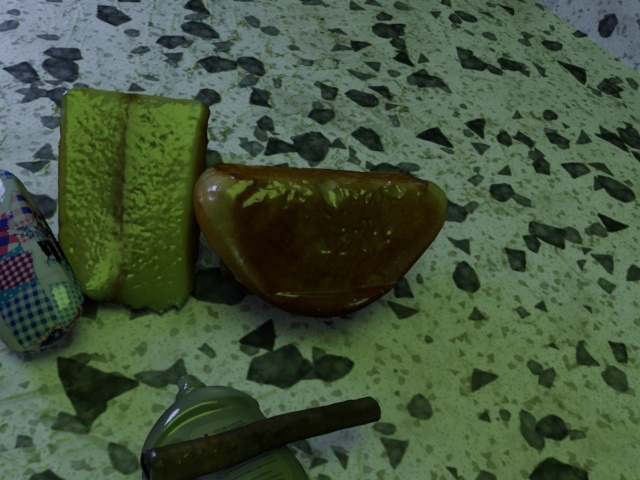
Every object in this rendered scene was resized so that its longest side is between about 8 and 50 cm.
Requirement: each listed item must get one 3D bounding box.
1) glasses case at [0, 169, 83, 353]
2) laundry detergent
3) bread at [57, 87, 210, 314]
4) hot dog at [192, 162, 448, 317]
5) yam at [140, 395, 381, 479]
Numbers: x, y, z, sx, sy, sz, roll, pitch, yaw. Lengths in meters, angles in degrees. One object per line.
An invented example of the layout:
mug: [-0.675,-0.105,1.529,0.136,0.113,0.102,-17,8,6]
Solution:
glasses case: [-0.455,0.023,0.926,0.125,0.076,0.327,-38,63,-3]
laundry detergent: [-0.128,0.282,0.797,0.181,0.091,0.253,-16,56,-29]
bread: [-0.318,-0.053,1.071,0.234,0.245,0.361,4,80,-10]
hot dog: [-0.001,-0.001,1.003,0.406,0.223,0.185,0,12,-19]
yam: [-0.057,0.240,0.772,0.327,0.045,0.045,-4,71,-36]
